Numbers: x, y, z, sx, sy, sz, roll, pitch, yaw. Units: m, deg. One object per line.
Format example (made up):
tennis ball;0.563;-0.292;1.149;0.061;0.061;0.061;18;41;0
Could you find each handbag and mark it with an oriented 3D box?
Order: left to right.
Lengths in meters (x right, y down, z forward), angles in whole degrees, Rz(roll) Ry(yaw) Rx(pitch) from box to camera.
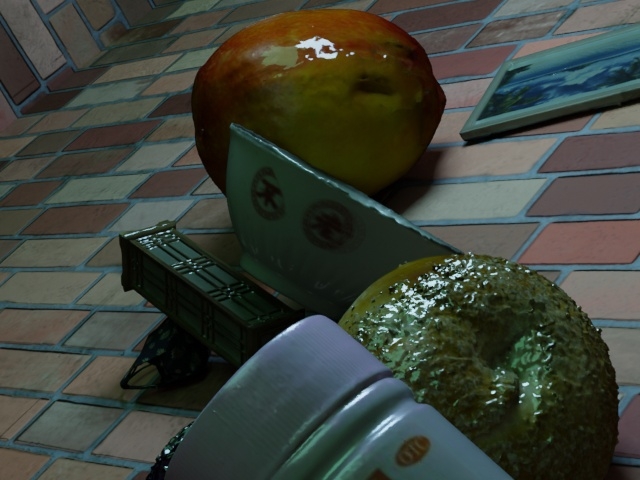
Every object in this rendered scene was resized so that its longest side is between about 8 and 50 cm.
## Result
handbag;-0.216;0.161;2.020;0.139;0.072;0.115;-36;19;21

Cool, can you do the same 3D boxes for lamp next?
lamp;-0.146;0.075;1.937;0.089;0.090;0.325;-17;32;-32

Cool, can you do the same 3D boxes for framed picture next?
framed picture;0.375;-0.240;2.181;0.315;0.024;0.232;-12;28;33

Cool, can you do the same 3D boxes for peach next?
peach;-0.002;-0.183;2.150;0.373;0.372;0.289;-18;44;25

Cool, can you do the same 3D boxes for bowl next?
bowl;0.000;0.000;1.872;0.157;0.337;0.337;-61;25;4

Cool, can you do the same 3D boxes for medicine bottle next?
medicine bottle;0.051;0.231;1.165;0.202;0.316;0.202;-44;-18;-18

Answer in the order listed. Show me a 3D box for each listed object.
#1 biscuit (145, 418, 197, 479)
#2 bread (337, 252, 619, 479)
biscuit;-0.114;0.256;1.713;0.195;0.053;0.194;-25;24;12
bread;0.145;0.140;1.372;0.305;0.305;0.158;-50;-5;-38
